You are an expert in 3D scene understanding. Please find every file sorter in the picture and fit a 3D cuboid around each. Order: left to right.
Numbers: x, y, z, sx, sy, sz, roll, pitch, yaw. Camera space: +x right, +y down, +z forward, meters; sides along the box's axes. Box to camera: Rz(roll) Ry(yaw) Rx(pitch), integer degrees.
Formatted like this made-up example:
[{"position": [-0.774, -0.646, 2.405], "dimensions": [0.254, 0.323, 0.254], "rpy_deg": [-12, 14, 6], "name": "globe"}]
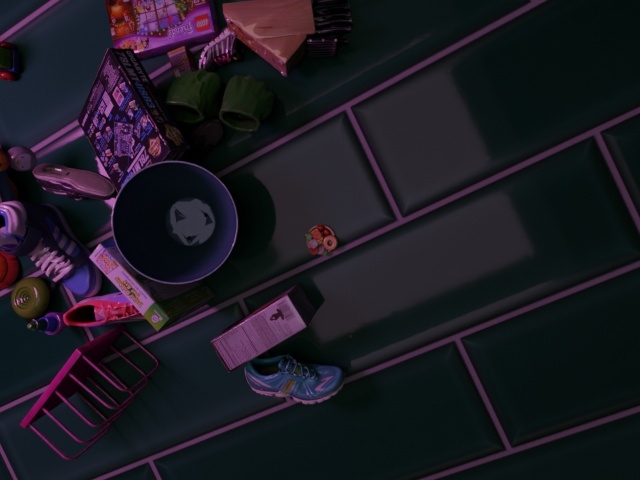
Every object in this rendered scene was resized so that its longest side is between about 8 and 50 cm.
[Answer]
[{"position": [-0.634, 0.429, 1.190], "dimensions": [0.182, 0.202, 0.291], "rpy_deg": [41, 101, 1], "name": "file sorter"}]

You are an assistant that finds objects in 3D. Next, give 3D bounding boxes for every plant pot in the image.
[{"position": [-0.350, -0.046, 1.079], "dimensions": [0.289, 0.195, 0.291], "rpy_deg": [0, 93, -6], "name": "plant pot"}]

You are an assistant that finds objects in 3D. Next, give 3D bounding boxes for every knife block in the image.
[{"position": [-0.063, -0.549, 1.031], "dimensions": [0.275, 0.088, 0.242], "rpy_deg": [38, 88, -1], "name": "knife block"}]

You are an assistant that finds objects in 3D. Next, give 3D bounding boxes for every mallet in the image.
[{"position": [-0.834, 0.186, 1.286], "dimensions": [0.062, 0.039, 0.190], "rpy_deg": [36, 96, 6], "name": "mallet"}]

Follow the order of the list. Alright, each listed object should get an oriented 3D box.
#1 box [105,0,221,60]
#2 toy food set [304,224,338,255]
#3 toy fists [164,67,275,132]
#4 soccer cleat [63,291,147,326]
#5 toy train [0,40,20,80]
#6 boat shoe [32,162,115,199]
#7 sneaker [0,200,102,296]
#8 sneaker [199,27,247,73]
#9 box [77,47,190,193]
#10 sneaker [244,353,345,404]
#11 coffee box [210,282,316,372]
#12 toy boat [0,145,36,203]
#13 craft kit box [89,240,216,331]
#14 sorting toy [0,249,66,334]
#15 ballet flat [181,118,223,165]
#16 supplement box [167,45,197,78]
[{"position": [-0.425, -0.615, 1.123], "dimensions": [0.292, 0.057, 0.201], "rpy_deg": [-10, 94, 11], "name": "box"}, {"position": [0.000, 0.000, 1.124], "dimensions": [0.082, 0.020, 0.083], "rpy_deg": [-32, 90, 12], "name": "toy food set"}, {"position": [-0.256, -0.362, 1.079], "dimensions": [0.278, 0.096, 0.142], "rpy_deg": [10, 64, 8], "name": "toy fists"}, {"position": [-0.568, 0.194, 1.195], "dimensions": [0.317, 0.116, 0.109], "rpy_deg": [-11, 93, 11], "name": "soccer cleat"}, {"position": [-1.016, -0.528, 1.193], "dimensions": [0.247, 0.143, 0.105], "rpy_deg": [4, 96, 10], "name": "toy train"}, {"position": [-0.707, -0.158, 1.219], "dimensions": [0.232, 0.084, 0.079], "rpy_deg": [14, 132, 2], "name": "boat shoe"}, {"position": [-0.781, 0.036, 1.157], "dimensions": [0.130, 0.236, 0.323], "rpy_deg": [-32, 89, 12], "name": "sneaker"}, {"position": [-0.245, -0.492, 1.099], "dimensions": [0.170, 0.063, 0.075], "rpy_deg": [-42, 81, 6], "name": "sneaker"}, {"position": [-0.498, -0.280, 1.093], "dimensions": [0.295, 0.073, 0.294], "rpy_deg": [-34, 87, 40], "name": "box"}, {"position": [-0.071, 0.359, 1.110], "dimensions": [0.274, 0.107, 0.110], "rpy_deg": [-1, 126, 10], "name": "sneaker"}, {"position": [-0.146, 0.228, 1.112], "dimensions": [0.246, 0.141, 0.098], "rpy_deg": [-33, 89, 12], "name": "coffee box"}, {"position": [-0.920, -0.179, 1.190], "dimensions": [0.318, 0.148, 0.268], "rpy_deg": [-19, 91, 44], "name": "toy boat"}, {"position": [-0.422, 0.096, 1.093], "dimensions": [0.246, 0.250, 0.061], "rpy_deg": [43, 102, 5], "name": "craft kit box"}, {"position": [-0.909, 0.154, 1.225], "dimensions": [0.365, 0.126, 0.127], "rpy_deg": [36, 92, 14], "name": "sorting toy"}, {"position": [-0.361, -0.243, 1.150], "dimensions": [0.250, 0.084, 0.058], "rpy_deg": [-42, 43, 15], "name": "ballet flat"}, {"position": [-0.370, -0.471, 1.134], "dimensions": [0.054, 0.043, 0.084], "rpy_deg": [-15, 92, 10], "name": "supplement box"}]
